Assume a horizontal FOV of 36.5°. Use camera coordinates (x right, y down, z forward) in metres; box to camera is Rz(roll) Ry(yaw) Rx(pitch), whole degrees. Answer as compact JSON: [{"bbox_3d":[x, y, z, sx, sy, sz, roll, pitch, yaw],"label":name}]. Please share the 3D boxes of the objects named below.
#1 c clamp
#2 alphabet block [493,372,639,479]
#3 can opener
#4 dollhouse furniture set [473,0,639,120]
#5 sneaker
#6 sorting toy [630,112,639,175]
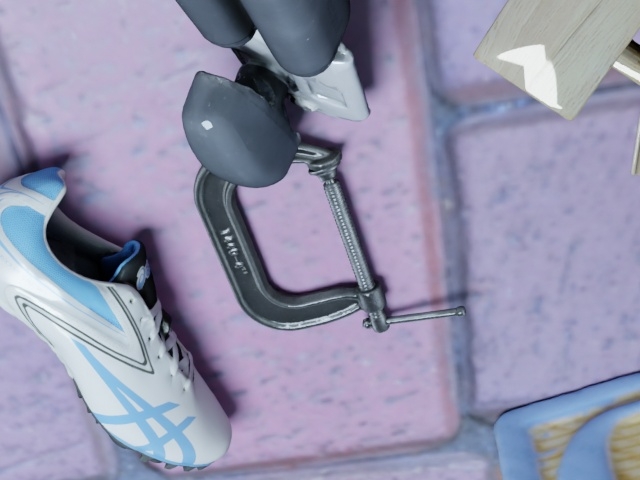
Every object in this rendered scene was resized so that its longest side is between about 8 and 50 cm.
[{"bbox_3d":[0.000,0.000,0.604,0.137,0.022,0.161,-17,120,17],"label":"c clamp"},{"bbox_3d":[0.241,0.216,0.631,0.193,0.192,0.197,-18,118,14],"label":"alphabet block"},{"bbox_3d":[-0.032,-0.082,0.423,0.076,0.283,0.095,21,86,11],"label":"can opener"},{"bbox_3d":[0.132,-0.152,0.404,0.242,0.212,0.161,36,114,7],"label":"dollhouse furniture set"},{"bbox_3d":[-0.121,0.057,0.604,0.086,0.085,0.237,-32,119,10],"label":"sneaker"},{"bbox_3d":[0.213,-0.054,0.571,0.062,0.012,0.083,-2,118,-4],"label":"sorting toy"}]
